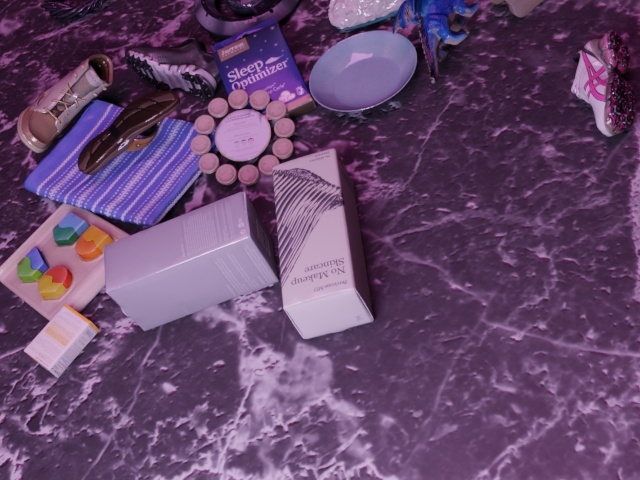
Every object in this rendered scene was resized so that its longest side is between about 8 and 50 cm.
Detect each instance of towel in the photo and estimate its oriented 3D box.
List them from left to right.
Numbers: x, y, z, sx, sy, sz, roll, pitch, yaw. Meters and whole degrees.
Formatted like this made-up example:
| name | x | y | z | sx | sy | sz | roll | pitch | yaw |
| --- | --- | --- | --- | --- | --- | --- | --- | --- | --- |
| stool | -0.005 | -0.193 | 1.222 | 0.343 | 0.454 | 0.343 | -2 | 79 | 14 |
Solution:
| name | x | y | z | sx | sy | sz | roll | pitch | yaw |
| --- | --- | --- | --- | --- | --- | --- | --- | --- | --- |
| towel | -0.359 | -0.149 | 1.583 | 0.336 | 0.040 | 0.243 | 15 | 56 | 31 |

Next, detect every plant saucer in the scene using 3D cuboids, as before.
| name | x | y | z | sx | sy | sz | roll | pitch | yaw |
| --- | --- | --- | --- | --- | --- | --- | --- | --- | --- |
| plant saucer | 0.077 | -0.285 | 1.517 | 0.195 | 0.037 | 0.195 | -12 | 51 | 15 |

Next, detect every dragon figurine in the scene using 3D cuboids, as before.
| name | x | y | z | sx | sy | sz | roll | pitch | yaw |
| --- | --- | --- | --- | --- | --- | --- | --- | --- | --- |
| dragon figurine | 0.176 | -0.380 | 1.466 | 0.144 | 0.085 | 0.289 | 31 | 62 | -10 |

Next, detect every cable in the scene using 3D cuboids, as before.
| name | x | y | z | sx | sy | sz | roll | pitch | yaw |
| --- | --- | --- | --- | --- | --- | --- | --- | --- | --- |
| cable | -0.552 | -0.557 | 1.994 | 0.185 | 0.047 | 0.150 | -20 | 54 | 5 |

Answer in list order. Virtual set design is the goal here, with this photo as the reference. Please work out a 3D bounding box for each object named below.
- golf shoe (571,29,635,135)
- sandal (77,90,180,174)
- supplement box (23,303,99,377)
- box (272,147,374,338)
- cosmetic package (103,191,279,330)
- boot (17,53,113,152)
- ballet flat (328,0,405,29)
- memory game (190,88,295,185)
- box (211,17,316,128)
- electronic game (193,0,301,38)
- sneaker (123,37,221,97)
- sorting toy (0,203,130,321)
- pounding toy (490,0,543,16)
| name | x | y | z | sx | sy | sz | roll | pitch | yaw |
| --- | --- | --- | --- | --- | --- | --- | --- | --- | --- |
| golf shoe | 0.423 | -0.226 | 1.317 | 0.086 | 0.067 | 0.186 | -26 | 44 | 42 |
| sandal | -0.334 | -0.186 | 1.554 | 0.219 | 0.060 | 0.090 | -42 | 43 | 2 |
| supplement box | -0.409 | 0.158 | 1.380 | 0.062 | 0.036 | 0.098 | 30 | 69 | 26 |
| box | 0.000 | 0.000 | 1.294 | 0.113 | 0.094 | 0.275 | -17 | 49 | 11 |
| cosmetic package | -0.197 | 0.035 | 1.332 | 0.238 | 0.127 | 0.107 | -17 | 50 | 8 |
| boot | -0.482 | -0.267 | 1.667 | 0.165 | 0.077 | 0.213 | -29 | 29 | 25 |
| ballet flat | 0.187 | -0.528 | 1.595 | 0.409 | 0.147 | 0.147 | -22 | 49 | 7 |
| memory game | -0.134 | -0.179 | 1.503 | 0.186 | 0.012 | 0.186 | -3 | 71 | 9 |
| box | -0.110 | -0.304 | 1.575 | 0.136 | 0.036 | 0.225 | -25 | 63 | 4 |
| electronic game | -0.146 | -0.494 | 1.764 | 0.229 | 0.048 | 0.229 | -7 | 58 | 11 |
| sneaker | -0.272 | -0.345 | 1.690 | 0.234 | 0.078 | 0.106 | 20 | 61 | 29 |
| sorting toy | -0.439 | 0.030 | 1.495 | 0.208 | 0.038 | 0.193 | 28 | 69 | 36 |
| pounding toy | 0.399 | -0.485 | 1.456 | 0.269 | 0.154 | 0.155 | -38 | 49 | -7 |
